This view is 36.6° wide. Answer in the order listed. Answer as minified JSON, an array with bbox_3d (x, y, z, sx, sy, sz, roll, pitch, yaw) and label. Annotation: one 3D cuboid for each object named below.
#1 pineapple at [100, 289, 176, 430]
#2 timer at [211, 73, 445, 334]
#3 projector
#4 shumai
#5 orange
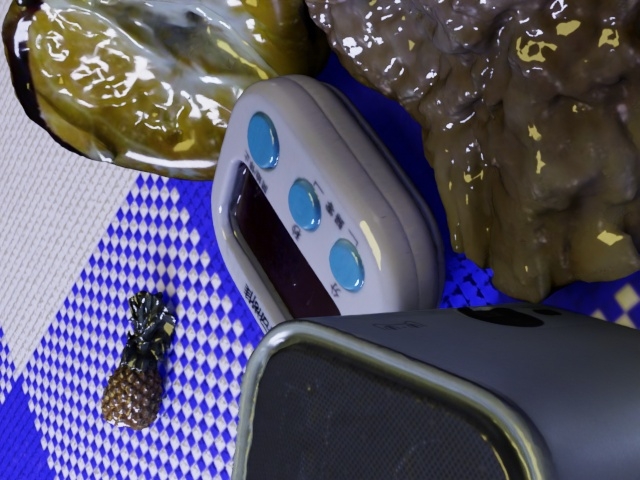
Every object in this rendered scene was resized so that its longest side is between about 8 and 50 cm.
[{"bbox_3d":[-0.209,0.137,1.126,0.074,0.074,0.159,17,95,47],"label":"pineapple"},{"bbox_3d":[0.000,0.000,0.830,0.262,0.087,0.237,57,149,26],"label":"timer"},{"bbox_3d":[0.109,0.181,0.629,0.249,0.249,0.248,16,102,47],"label":"projector"},{"bbox_3d":[0.152,-0.128,0.680,0.283,0.217,0.346,58,154,-13],"label":"shumai"},{"bbox_3d":[-0.124,-0.219,0.895,0.368,0.271,0.210,-49,16,43],"label":"orange"}]
